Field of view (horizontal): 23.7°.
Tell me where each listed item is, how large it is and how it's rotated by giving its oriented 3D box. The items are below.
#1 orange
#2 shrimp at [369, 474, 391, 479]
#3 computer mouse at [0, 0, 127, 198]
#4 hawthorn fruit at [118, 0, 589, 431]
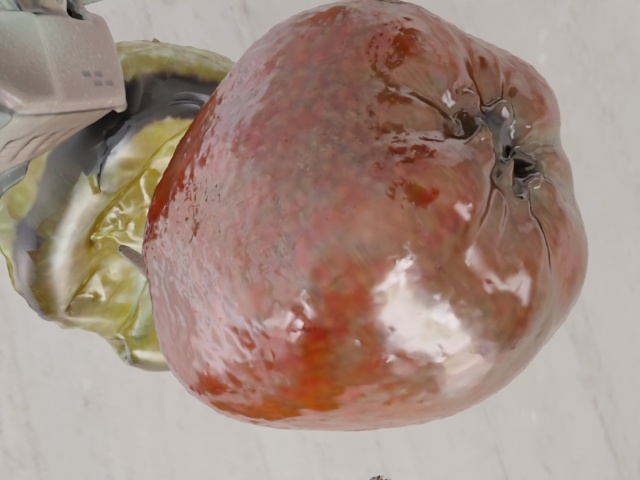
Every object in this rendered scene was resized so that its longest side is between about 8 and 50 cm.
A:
[{"bbox_3d":[-0.133,-0.033,1.345,0.271,0.368,0.210,-48,44,3],"label":"orange"},{"bbox_3d":[0.041,0.313,1.539,0.034,0.178,0.124,19,55,9],"label":"shrimp"},{"bbox_3d":[-0.231,-0.122,0.968,0.199,0.389,0.115,51,128,3],"label":"computer mouse"},{"bbox_3d":[0.000,0.000,0.779,0.262,0.210,0.210,-20,64,38],"label":"hawthorn fruit"}]
